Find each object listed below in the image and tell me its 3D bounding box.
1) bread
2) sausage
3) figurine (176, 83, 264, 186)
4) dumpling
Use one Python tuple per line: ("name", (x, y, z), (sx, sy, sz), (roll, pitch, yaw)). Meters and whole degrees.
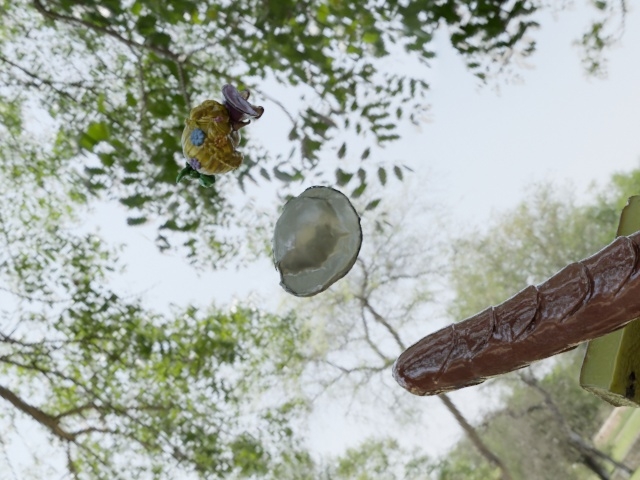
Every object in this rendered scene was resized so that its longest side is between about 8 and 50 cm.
("bread", (0.546, 0.101, 1.349), (0.138, 0.077, 0.361), (29, -106, -36))
("sausage", (0.242, 0.090, 0.876), (0.433, 0.088, 0.088), (-35, -5, 40))
("figurine", (-0.159, -0.137, 1.086), (0.115, 0.095, 0.156), (-6, -35, -52))
("dumpling", (0.000, 0.000, 1.518), (0.142, 0.172, 0.247), (51, -142, -54))
